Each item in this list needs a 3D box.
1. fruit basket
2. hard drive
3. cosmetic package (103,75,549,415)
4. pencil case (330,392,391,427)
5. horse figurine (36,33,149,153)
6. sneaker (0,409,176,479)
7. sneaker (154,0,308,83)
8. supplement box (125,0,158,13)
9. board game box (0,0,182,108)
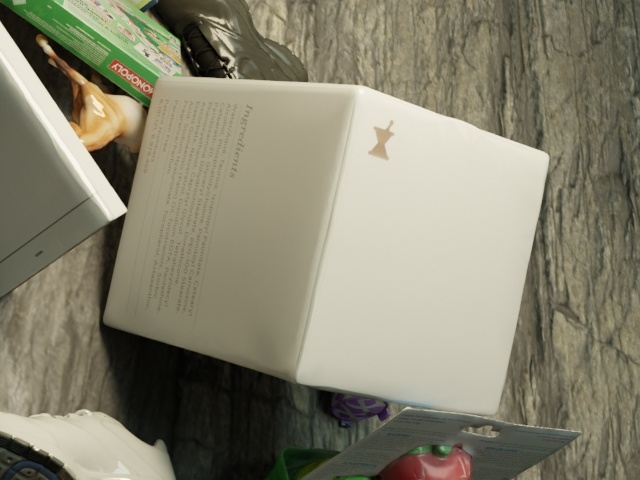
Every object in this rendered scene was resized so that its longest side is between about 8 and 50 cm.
[{"bbox_3d":[0.093,0.291,1.757,0.327,0.353,0.165,13,44,-41],"label":"fruit basket"},{"bbox_3d":[-0.391,-0.127,1.594,0.353,0.233,0.047,57,39,-4],"label":"hard drive"},{"bbox_3d":[0.000,0.000,1.722,0.329,0.393,0.328,15,87,-40],"label":"cosmetic package"},{"bbox_3d":[0.053,0.152,2.004,0.088,0.086,0.206,11,58,-27],"label":"pencil case"},{"bbox_3d":[-0.265,-0.167,1.817,0.174,0.066,0.263,55,20,25],"label":"horse figurine"},{"bbox_3d":[-0.284,0.247,1.601,0.297,0.111,0.129,30,32,-36],"label":"sneaker"},{"bbox_3d":[-0.139,-0.272,2.058,0.286,0.109,0.130,40,49,-19],"label":"sneaker"},{"bbox_3d":[-0.273,-0.354,1.977,0.083,0.083,0.056,41,42,-25],"label":"supplement box"},{"bbox_3d":[-0.315,-0.301,1.847,0.317,0.046,0.213,36,17,-21],"label":"board game box"}]
